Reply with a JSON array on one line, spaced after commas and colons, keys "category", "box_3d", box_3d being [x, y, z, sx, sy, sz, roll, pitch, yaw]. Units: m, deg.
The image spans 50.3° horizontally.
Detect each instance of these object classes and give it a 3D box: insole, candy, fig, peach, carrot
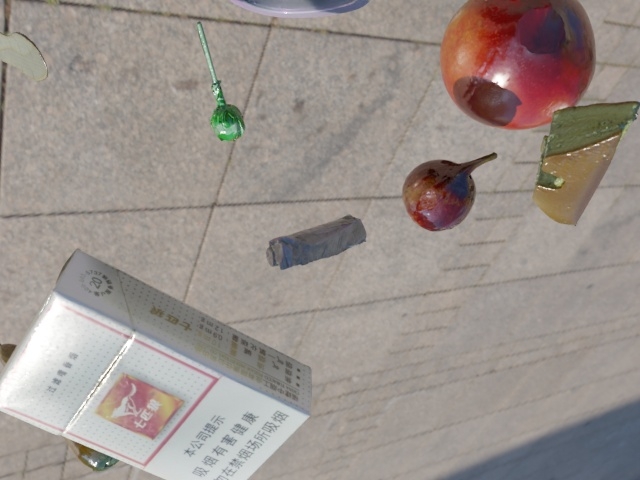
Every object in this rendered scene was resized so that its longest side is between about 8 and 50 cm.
[{"category": "insole", "box_3d": [-0.729, -0.449, 1.622, 0.009, 0.348, 0.119, -33, 132, -31]}, {"category": "candy", "box_3d": [-0.276, -0.412, 1.791, 0.097, 0.097, 0.323, -22, 120, -14]}, {"category": "fig", "box_3d": [0.286, -0.123, 1.537, 0.175, 0.175, 0.207, 2, 141, -40]}, {"category": "peach", "box_3d": [0.486, -0.462, 1.669, 0.388, 0.388, 0.388, -21, 145, -15]}, {"category": "carrot", "box_3d": [-0.412, 0.236, 1.050, 0.078, 0.298, 0.078, -46, 163, -19]}]

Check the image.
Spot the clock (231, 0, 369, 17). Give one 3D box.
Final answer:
[{"category": "clock", "box_3d": [-0.064, -0.512, 1.223, 0.338, 0.102, 0.338, 6, 175, 1]}]

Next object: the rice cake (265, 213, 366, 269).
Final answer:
[{"category": "rice cake", "box_3d": [0.001, 0.000, 1.035, 0.270, 0.049, 0.055, -21, 111, -60]}]

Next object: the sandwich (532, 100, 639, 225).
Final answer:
[{"category": "sandwich", "box_3d": [0.329, -0.103, 0.896, 0.244, 0.088, 0.090, 82, 31, -65]}]

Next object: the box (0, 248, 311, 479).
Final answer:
[{"category": "box", "box_3d": [-0.204, 0.178, 0.840, 0.330, 0.095, 0.210, 31, 118, -17]}]
